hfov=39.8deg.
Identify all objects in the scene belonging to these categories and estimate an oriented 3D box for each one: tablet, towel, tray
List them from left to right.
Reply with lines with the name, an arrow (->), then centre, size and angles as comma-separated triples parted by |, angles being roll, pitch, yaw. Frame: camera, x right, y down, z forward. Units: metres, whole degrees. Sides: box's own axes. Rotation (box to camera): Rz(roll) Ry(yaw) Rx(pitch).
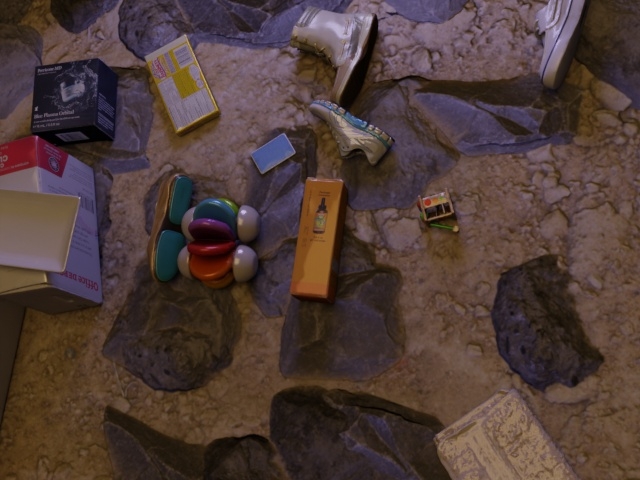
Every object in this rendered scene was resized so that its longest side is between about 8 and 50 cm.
tray -> -0.572, -0.022, 1.641 | 0.270, 0.030, 0.145 | 7, 80, 16
tablet -> -0.097, -0.178, 1.808 | 0.083, 0.006, 0.054 | -32, 70, 4
towel -> 0.338, 0.412, 1.523 | 0.187, 0.049, 0.282 | -37, 70, 4

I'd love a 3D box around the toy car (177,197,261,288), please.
toy car -> -0.208, -0.001, 1.722 | 0.159, 0.136, 0.182 | 1, 76, 15

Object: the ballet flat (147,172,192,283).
ballet flat -> -0.312, -0.023, 1.801 | 0.073, 0.080, 0.232 | -1, 71, 43

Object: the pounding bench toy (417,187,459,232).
pounding bench toy -> 0.222, -0.046, 1.667 | 0.065, 0.052, 0.083 | -17, 73, 10

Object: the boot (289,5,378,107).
boot -> 0.013, -0.376, 1.793 | 0.165, 0.077, 0.213 | 14, 74, 17

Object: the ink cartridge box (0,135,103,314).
ink cartridge box -> -0.552, -0.025, 1.771 | 0.131, 0.226, 0.306 | -11, 73, 12

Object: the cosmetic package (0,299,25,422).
cosmetic package -> -0.745, 0.280, 1.743 | 0.161, 0.230, 0.453 | 5, 78, 15

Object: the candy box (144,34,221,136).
candy box -> -0.295, -0.332, 1.887 | 0.105, 0.027, 0.206 | -27, 71, 9

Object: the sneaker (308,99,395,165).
sneaker -> 0.047, -0.211, 1.748 | 0.190, 0.071, 0.083 | 32, 91, 20

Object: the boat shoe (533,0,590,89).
boat shoe -> 0.449, -0.413, 1.681 | 0.088, 0.096, 0.267 | 15, 79, 22

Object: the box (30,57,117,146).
box -> -0.530, -0.296, 1.906 | 0.156, 0.093, 0.158 | -5, 74, 13

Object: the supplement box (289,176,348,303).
supplement box -> 0.000, 0.000, 1.701 | 0.078, 0.080, 0.233 | 5, 79, 15
